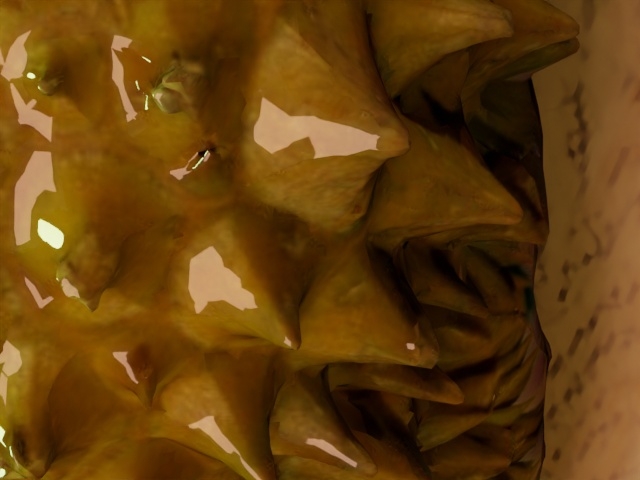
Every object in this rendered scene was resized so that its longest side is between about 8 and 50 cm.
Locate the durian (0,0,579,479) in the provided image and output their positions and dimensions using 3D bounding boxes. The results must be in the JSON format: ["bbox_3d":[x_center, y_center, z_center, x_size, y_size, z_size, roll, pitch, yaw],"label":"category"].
[{"bbox_3d":[-0.001,0.001,0.417,0.112,0.191,0.341,0,119,12],"label":"durian"}]
